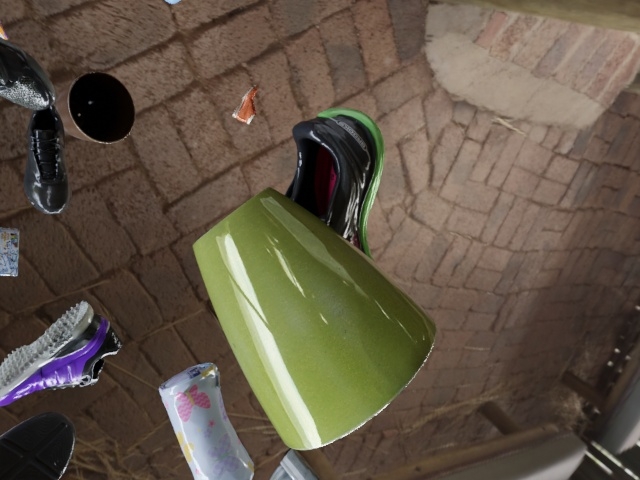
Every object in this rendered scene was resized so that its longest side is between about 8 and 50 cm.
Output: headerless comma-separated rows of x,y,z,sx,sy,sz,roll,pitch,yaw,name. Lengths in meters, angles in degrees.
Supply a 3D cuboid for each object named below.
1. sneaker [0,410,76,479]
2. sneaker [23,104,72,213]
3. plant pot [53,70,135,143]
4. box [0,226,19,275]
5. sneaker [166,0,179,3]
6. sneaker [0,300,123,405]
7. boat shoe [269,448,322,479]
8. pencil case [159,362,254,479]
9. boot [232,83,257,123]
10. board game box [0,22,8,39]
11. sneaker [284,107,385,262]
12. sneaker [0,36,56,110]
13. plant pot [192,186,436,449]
-0.741,0.540,1.031,0.169,0.257,0.448,55,53,-23,sneaker
-0.677,-0.206,1.208,0.108,0.130,0.287,-8,76,-29,sneaker
-0.754,-0.410,1.573,0.215,0.230,0.216,-4,95,-53,plant pot
-0.872,0.029,1.332,0.093,0.027,0.137,5,112,-27,box
-0.191,-0.372,0.663,0.063,0.162,0.073,27,67,-25,sneaker
-0.518,0.257,0.977,0.293,0.102,0.146,-35,125,9,sneaker
-0.023,0.490,0.884,0.103,0.118,0.321,-38,137,-20,boat shoe
-0.236,0.397,1.031,0.124,0.113,0.273,-21,91,-44,pencil case
-0.284,-0.551,1.991,0.084,0.059,0.158,30,108,-11,boot
-1.159,-0.746,1.338,0.356,0.356,0.357,-23,95,-18,board game box
0.000,0.000,0.922,0.202,0.185,0.484,-9,102,-42,sneaker
-0.434,-0.206,0.606,0.087,0.131,0.227,-9,158,12,sneaker
-0.036,0.081,0.697,0.274,0.275,0.294,-39,96,-11,plant pot
